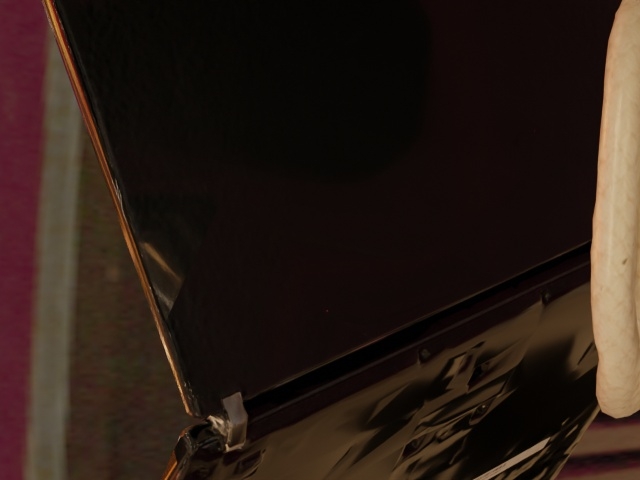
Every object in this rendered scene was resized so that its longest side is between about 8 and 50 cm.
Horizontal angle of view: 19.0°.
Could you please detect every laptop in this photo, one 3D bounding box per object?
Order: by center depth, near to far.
[{"bbox_3d":[0.000,0.000,0.573,0.136,0.234,0.264,46,134,24],"label":"laptop"}]

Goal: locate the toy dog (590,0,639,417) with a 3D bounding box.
[{"bbox_3d":[0.013,-0.137,0.381,0.161,0.334,0.220,7,48,27],"label":"toy dog"}]
